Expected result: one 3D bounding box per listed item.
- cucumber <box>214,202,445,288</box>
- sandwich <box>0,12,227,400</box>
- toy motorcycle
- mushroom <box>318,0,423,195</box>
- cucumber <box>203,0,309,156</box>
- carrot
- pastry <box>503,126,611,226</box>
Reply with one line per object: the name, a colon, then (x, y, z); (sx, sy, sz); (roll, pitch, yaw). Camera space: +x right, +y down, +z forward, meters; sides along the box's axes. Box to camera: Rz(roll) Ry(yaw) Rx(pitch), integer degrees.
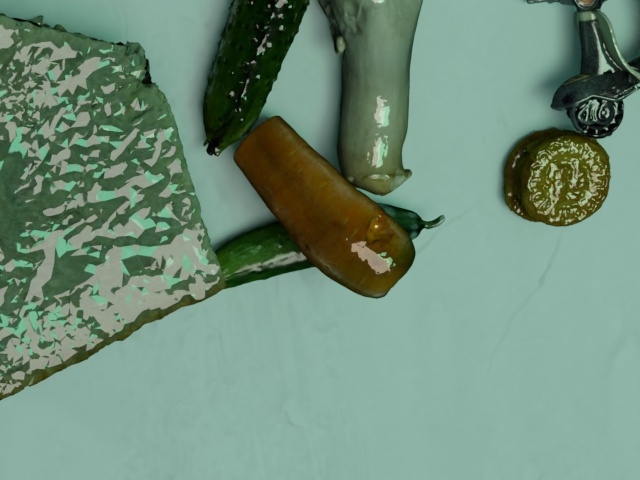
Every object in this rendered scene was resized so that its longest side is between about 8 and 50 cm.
cucumber: (0.000, 0.000, 1.696); (0.250, 0.056, 0.056); (-13, 112, -13)
sandwich: (-0.247, -0.053, 1.537); (0.262, 0.131, 0.325); (-25, 109, -14)
toy motorcycle: (0.328, -0.211, 1.716); (0.263, 0.091, 0.157); (-28, 106, -10)
mushroom: (0.051, -0.173, 1.631); (0.099, 0.096, 0.278); (-4, 117, -8)
cucumber: (-0.060, -0.182, 1.609); (0.069, 0.069, 0.227); (15, 106, -22)
carrot: (0.001, -0.027, 1.632); (0.193, 0.087, 0.087); (41, 92, 2)
pastry: (0.236, -0.061, 1.750); (0.109, 0.057, 0.097); (-33, 113, -7)
